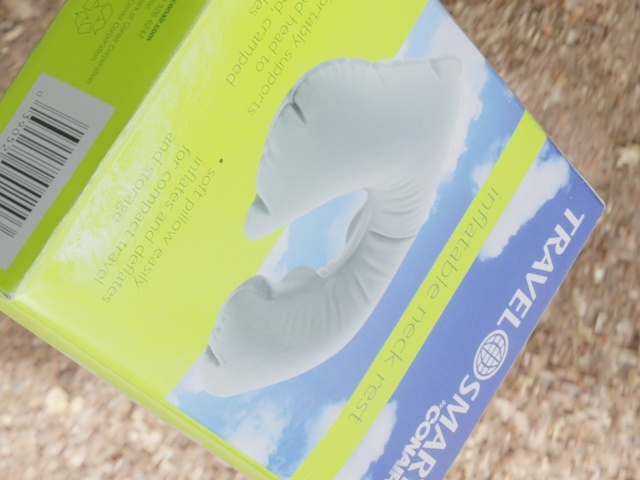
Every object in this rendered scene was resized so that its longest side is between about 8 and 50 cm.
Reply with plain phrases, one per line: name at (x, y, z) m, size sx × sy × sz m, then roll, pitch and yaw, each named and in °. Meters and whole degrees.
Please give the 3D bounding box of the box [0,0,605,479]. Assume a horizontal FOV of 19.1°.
box at (0.000, 0.000, 0.436) m, size 0.042 × 0.178 × 0.109 m, roll 27°, pitch 81°, yaw 39°
